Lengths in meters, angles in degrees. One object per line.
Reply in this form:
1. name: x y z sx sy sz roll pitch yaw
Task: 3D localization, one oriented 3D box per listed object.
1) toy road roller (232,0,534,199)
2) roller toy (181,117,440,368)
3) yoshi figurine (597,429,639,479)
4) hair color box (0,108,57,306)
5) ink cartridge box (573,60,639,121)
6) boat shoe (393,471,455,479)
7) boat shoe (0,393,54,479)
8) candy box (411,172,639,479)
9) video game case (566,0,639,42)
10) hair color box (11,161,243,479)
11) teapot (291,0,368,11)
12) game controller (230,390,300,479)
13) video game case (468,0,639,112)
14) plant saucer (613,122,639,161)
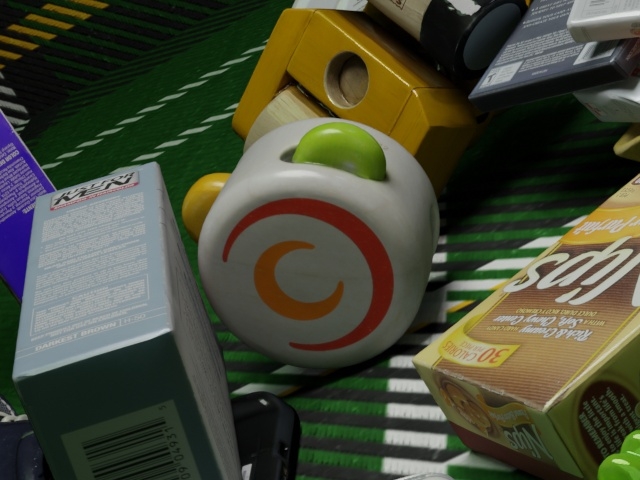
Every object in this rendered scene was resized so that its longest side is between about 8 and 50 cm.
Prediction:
1. toy road roller: 0.096 -0.159 1.616 0.241 0.202 0.329 -2 -52 -52
2. roller toy: 0.000 0.000 1.431 0.209 0.191 0.146 -28 18 24
3. yoshi figurine: 0.144 0.195 0.713 0.203 0.203 0.362 -37 12 45
4. hair color box: -0.330 -0.028 1.818 0.110 0.339 0.185 -37 18 -8
5. ink cartridge box: 0.285 -0.156 1.298 0.145 0.045 0.179 -51 13 -8
6. boat shoe: 0.011 0.202 1.097 0.184 0.066 0.063 -33 4 5
7. boat shoe: -0.260 0.196 1.450 0.158 0.127 0.340 -38 25 11
8. candy box: 0.235 0.031 1.125 0.316 0.087 0.183 -37 18 -16
9. video game case: 0.314 -0.249 1.297 0.206 0.026 0.227 -2 50 35
10. hair color box: -0.140 0.090 1.262 0.114 0.185 0.374 -17 20 0
11. teapot: 0.093 -0.207 1.858 0.256 0.187 0.252 10 70 43
12. game controller: -0.100 0.215 1.274 0.167 0.067 0.319 -14 21 9
13. video game case: 0.252 -0.227 1.413 0.274 0.026 0.196 -55 21 -21
14. plant saucer: 0.428 -0.187 1.315 0.333 0.081 0.333 -31 13 50
